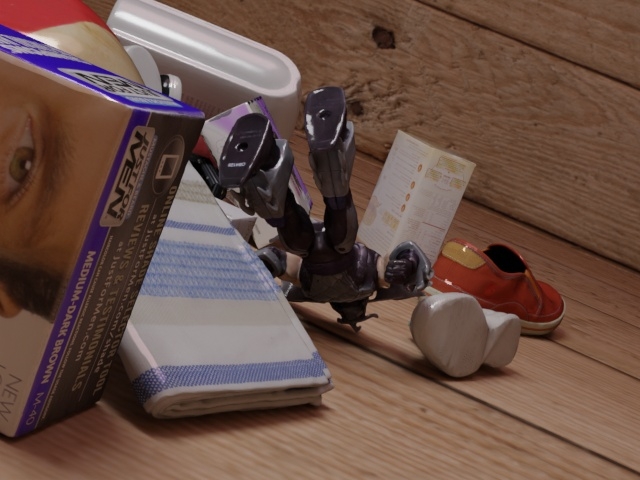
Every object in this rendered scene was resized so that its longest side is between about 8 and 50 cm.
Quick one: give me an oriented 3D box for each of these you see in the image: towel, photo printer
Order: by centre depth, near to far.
[{"bbox_3d":[-0.116,0.002,0.750,0.285,0.034,0.209,56,22,21],"label":"towel"},{"bbox_3d":[-0.186,-0.219,1.621,0.307,0.107,0.256,21,-34,-6],"label":"photo printer"}]

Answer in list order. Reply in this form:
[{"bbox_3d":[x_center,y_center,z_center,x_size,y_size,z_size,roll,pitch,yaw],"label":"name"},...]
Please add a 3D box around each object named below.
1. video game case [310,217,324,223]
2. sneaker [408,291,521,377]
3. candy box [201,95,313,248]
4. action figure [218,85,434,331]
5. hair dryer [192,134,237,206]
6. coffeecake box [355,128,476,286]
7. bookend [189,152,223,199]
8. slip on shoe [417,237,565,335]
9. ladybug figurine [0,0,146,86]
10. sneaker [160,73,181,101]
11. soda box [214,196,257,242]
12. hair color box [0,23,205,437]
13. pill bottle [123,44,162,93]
[{"bbox_3d":[0.044,-0.001,1.570,0.087,0.011,0.122,16,11,-33],"label":"video game case"},{"bbox_3d":[0.124,0.091,1.079,0.094,0.080,0.212,14,-3,31],"label":"sneaker"},{"bbox_3d":[-0.076,-0.090,1.339,0.196,0.070,0.165,-82,146,-80],"label":"candy box"},{"bbox_3d":[0.000,0.000,0.953,0.185,0.099,0.285,-11,-40,10],"label":"action figure"},{"bbox_3d":[-0.199,-0.126,1.503,0.293,0.080,0.223,27,11,29],"label":"hair dryer"},{"bbox_3d":[0.117,-0.039,1.410,0.068,0.185,0.142,19,10,-19],"label":"coffeecake box"},{"bbox_3d":[-0.201,-0.072,1.210,0.157,0.072,0.156,19,10,-15],"label":"bookend"},{"bbox_3d":[0.246,0.059,1.422,0.123,0.101,0.331,27,9,35],"label":"slip on shoe"},{"bbox_3d":[-0.332,-0.164,0.948,0.449,0.162,0.305,28,31,21],"label":"ladybug figurine"},{"bbox_3d":[-0.265,-0.150,1.310,0.121,0.079,0.217,12,-24,-31],"label":"sneaker"},{"bbox_3d":[-0.178,-0.035,1.059,0.216,0.069,0.074,24,9,14],"label":"soda box"},{"bbox_3d":[-0.257,-0.051,0.603,0.339,0.185,0.110,23,9,11],"label":"hair color box"},{"bbox_3d":[-0.284,-0.161,1.164,0.208,0.118,0.117,-2,0,22],"label":"pill bottle"}]
